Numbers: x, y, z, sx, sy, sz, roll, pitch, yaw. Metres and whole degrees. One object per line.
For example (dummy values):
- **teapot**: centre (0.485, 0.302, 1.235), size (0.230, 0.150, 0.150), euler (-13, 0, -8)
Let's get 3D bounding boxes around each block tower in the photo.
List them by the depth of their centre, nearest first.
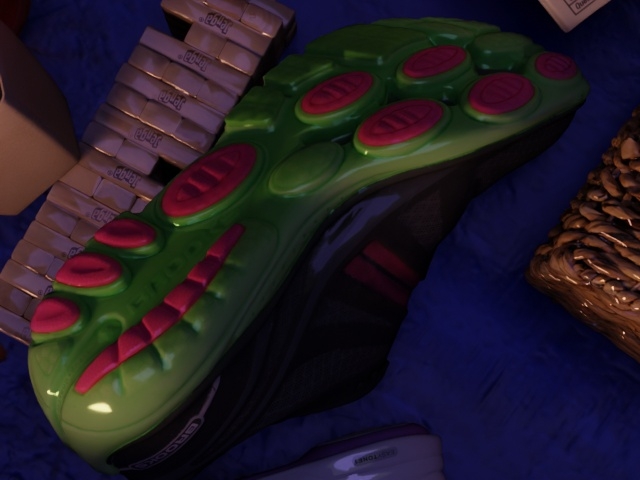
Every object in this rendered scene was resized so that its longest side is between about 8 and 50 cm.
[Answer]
- **block tower**: centre (-0.139, -0.049, 1.137), size (0.097, 0.091, 0.335), euler (27, 83, 4)

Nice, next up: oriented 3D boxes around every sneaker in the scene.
- **sneaker**: centre (-0.040, 0.241, 1.089), size (0.305, 0.114, 0.152), euler (-18, 84, -2)
- **sneaker**: centre (0.000, 0.000, 1.104), size (0.483, 0.202, 0.185), euler (-36, 51, -18)

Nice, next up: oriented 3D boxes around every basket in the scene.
- **basket**: centre (0.331, 0.015, 1.067), size (0.299, 0.213, 0.223), euler (37, 85, 4)

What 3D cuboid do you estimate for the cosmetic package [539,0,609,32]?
- **cosmetic package**: centre (0.144, -0.320, 1.091), size (0.153, 0.129, 0.296), euler (-36, 105, 15)

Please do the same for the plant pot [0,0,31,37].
- **plant pot**: centre (-0.395, -0.227, 1.084), size (0.272, 0.272, 0.265), euler (-33, 77, -4)

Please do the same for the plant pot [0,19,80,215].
- **plant pot**: centre (-0.236, -0.082, 1.080), size (0.109, 0.096, 0.109), euler (-39, 46, 19)
